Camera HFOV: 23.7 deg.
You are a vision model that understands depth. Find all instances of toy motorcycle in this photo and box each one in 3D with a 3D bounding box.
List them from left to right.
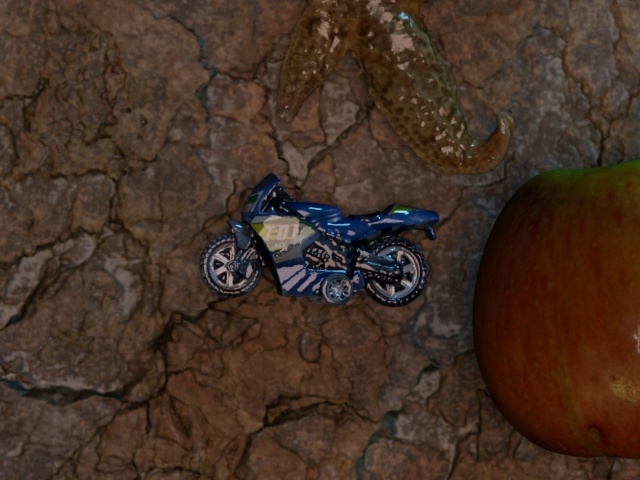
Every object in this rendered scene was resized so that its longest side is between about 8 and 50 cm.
[{"bbox_3d":[0.000,0.000,1.624,0.254,0.092,0.136,4,88,-11],"label":"toy motorcycle"}]

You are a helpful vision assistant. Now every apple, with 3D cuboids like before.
[{"bbox_3d":[0.320,0.067,1.518,0.339,0.339,0.340,0,97,-1],"label":"apple"}]

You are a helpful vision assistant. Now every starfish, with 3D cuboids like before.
[{"bbox_3d":[0.107,-0.296,1.595,0.324,0.082,0.432,12,95,1],"label":"starfish"}]
